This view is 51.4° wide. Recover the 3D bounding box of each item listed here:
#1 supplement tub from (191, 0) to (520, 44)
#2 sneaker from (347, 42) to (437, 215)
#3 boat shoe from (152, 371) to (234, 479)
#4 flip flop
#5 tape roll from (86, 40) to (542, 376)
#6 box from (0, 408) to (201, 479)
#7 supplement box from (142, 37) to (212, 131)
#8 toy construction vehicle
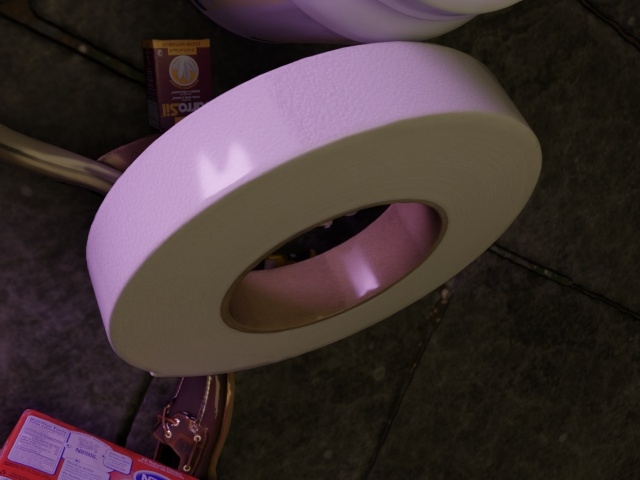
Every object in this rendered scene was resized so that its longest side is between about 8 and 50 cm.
[{"bbox_3d":[0.018,-0.270,0.503,0.235,0.325,0.236,-8,109,-25],"label":"supplement tub"},{"bbox_3d":[0.053,-0.136,0.714,0.094,0.080,0.212,34,85,-10],"label":"sneaker"},{"bbox_3d":[-0.143,0.209,0.712,0.073,0.073,0.207,4,103,-31],"label":"boat shoe"},{"bbox_3d":[-0.172,-0.068,0.605,0.277,0.112,0.080,22,84,-25],"label":"flip flop"},{"bbox_3d":[0.000,0.000,0.576,0.391,0.072,0.392,-21,155,-10],"label":"tape roll"},{"bbox_3d":[-0.202,0.288,0.631,0.256,0.128,0.123,29,107,-17],"label":"box"},{"bbox_3d":[-0.134,-0.147,0.627,0.054,0.043,0.083,-10,110,-25],"label":"supplement box"},{"bbox_3d":[-0.020,0.002,0.740,0.098,0.035,0.086,-9,120,-22],"label":"toy construction vehicle"}]
